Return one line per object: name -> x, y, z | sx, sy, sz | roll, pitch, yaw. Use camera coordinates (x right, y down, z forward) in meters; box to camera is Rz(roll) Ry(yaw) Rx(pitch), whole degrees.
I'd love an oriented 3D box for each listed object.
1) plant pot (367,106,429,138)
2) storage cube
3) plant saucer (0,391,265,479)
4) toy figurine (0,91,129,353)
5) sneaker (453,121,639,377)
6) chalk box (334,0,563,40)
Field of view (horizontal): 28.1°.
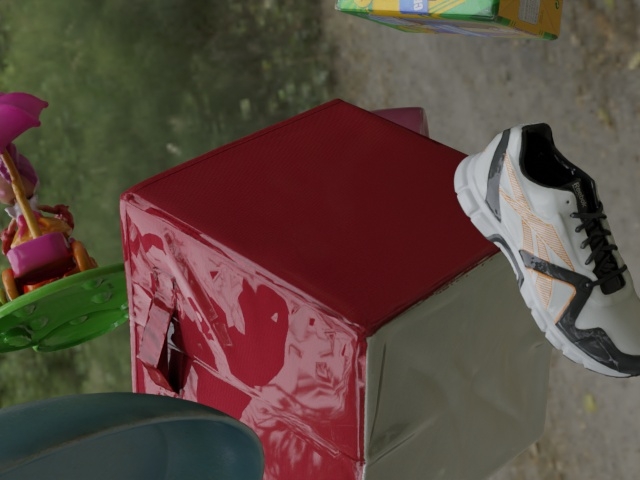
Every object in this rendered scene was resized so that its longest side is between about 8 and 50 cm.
plant pot -> 0.000, 0.000, 1.007 | 0.201, 0.180, 0.201 | -3, -90, -83
storage cube -> 0.014, 0.051, 0.778 | 0.193, 0.215, 0.184 | 28, 130, 35
plant saucer -> -0.159, 0.160, 0.478 | 0.044, 0.317, 0.317 | 49, 159, 22
toy figurine -> -0.191, -0.019, 0.845 | 0.173, 0.130, 0.159 | 92, 155, -77
sneaker -> 0.094, 0.003, 0.483 | 0.109, 0.040, 0.044 | 53, 138, 11
chalk box -> 0.102, -0.259, 1.161 | 0.132, 0.213, 0.132 | 2, -84, -56
